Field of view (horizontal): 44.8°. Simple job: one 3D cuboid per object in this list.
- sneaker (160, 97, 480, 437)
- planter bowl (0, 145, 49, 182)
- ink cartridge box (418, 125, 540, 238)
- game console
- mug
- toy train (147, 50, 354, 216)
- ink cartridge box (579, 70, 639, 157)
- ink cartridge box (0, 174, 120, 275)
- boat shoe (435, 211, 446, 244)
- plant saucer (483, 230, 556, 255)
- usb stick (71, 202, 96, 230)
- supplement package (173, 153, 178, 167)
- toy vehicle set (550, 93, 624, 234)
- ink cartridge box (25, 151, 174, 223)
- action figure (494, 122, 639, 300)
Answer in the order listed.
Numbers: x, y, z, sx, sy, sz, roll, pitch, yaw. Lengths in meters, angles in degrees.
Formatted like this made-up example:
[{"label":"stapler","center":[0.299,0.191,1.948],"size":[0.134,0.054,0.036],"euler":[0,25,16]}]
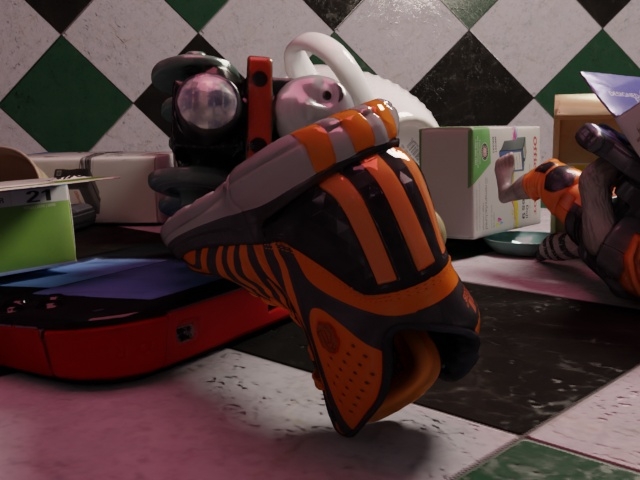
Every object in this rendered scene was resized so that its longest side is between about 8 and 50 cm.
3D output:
[{"label":"sneaker","center":[-0.010,0.038,0.524],"size":[0.124,0.180,0.321],"euler":[-26,2,-18]},{"label":"planter bowl","center":[-0.396,-0.025,0.991],"size":[0.162,0.162,0.109],"euler":[2,-16,16]},{"label":"ink cartridge box","center":[0.238,-0.090,1.139],"size":[0.093,0.154,0.212],"euler":[4,9,39]},{"label":"game console","center":[-0.190,0.045,0.772],"size":[0.341,0.060,0.386],"euler":[5,10,31]},{"label":"mug","center":[0.050,-0.213,1.436],"size":[0.276,0.374,0.328],"euler":[-37,31,-15]},{"label":"toy train","center":[-0.060,-0.077,0.755],"size":[0.190,0.142,0.334],"euler":[0,-12,-6]},{"label":"ink cartridge box","center":[0.445,-0.068,0.746],"size":[0.303,0.307,0.072],"euler":[-2,-34,-26]},{"label":"ink cartridge box","center":[-0.330,-0.007,0.755],"size":[0.188,0.097,0.255],"euler":[-11,9,-39]},{"label":"boat shoe","center":[0.000,0.000,0.945],"size":[0.302,0.109,0.098],"euler":[6,42,24]},{"label":"plant saucer","center":[0.289,0.005,1.095],"size":[0.119,0.021,0.119],"euler":[-2,9,0]},{"label":"usb stick","center":[-0.459,-0.025,1.273],"size":[0.077,0.045,0.278],"euler":[2,10,10]},{"label":"supplement package","center":[-0.164,-0.108,1.353],"size":[0.177,0.175,0.293],"euler":[-4,10,-10]},{"label":"toy vehicle set","center":[0.390,-0.089,1.022],"size":[0.165,0.035,0.267],"euler":[3,-33,16]},{"label":"ink cartridge box","center":[-0.435,-0.107,1.514],"size":[0.307,0.129,0.223],"euler":[0,9,5]},{"label":"action figure","center":[0.365,0.005,0.859],"size":[0.341,0.179,0.330],"euler":[28,12,-10]}]
